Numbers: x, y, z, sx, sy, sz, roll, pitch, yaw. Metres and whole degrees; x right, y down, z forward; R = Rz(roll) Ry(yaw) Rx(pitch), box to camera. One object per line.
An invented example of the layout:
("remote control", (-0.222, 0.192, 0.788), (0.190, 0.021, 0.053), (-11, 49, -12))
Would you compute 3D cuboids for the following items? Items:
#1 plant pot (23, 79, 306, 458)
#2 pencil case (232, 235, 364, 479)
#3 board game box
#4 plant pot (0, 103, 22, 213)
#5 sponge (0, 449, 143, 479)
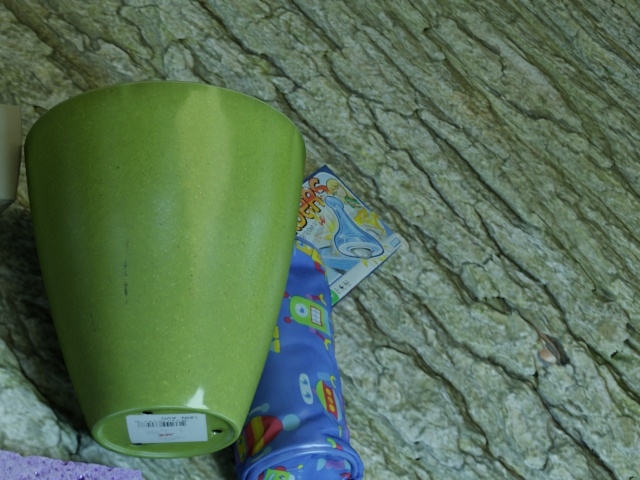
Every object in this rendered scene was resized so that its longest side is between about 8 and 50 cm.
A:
("plant pot", (-0.147, 0.045, 1.644), (0.275, 0.275, 0.293), (17, 57, -32))
("pencil case", (-0.032, 0.134, 1.750), (0.133, 0.119, 0.306), (16, 41, -27))
("board game box", (0.000, 0.000, 2.010), (0.136, 0.035, 0.201), (45, 34, 4))
("plant pot", (-0.350, -0.067, 1.678), (0.109, 0.109, 0.096), (5, 60, -42))
("sponge", (-0.236, 0.240, 1.506), (0.210, 0.031, 0.117), (14, 43, -35))
